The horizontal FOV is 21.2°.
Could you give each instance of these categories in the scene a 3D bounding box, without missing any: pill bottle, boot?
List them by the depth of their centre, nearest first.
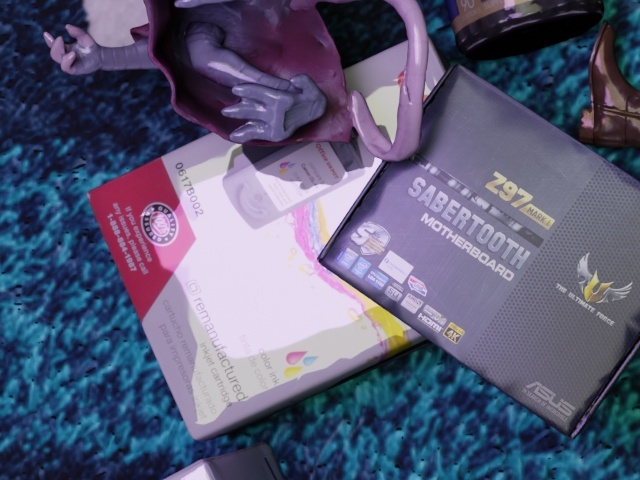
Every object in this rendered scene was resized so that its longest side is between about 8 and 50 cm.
[{"bbox_3d":[0.143,-0.265,1.374,0.123,0.123,0.219,-16,83,9],"label":"pill bottle"},{"bbox_3d":[0.273,-0.120,1.382,0.114,0.037,0.106,9,101,14],"label":"boot"}]

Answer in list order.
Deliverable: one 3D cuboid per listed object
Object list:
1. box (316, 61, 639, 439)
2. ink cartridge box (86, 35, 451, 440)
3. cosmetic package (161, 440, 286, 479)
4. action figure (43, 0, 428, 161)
[{"bbox_3d":[0.143,0.007,1.259,0.233,0.059,0.183,36,90,9],"label":"box"},{"bbox_3d":[0.000,0.000,1.378,0.306,0.131,0.226,-26,82,8],"label":"ink cartridge box"},{"bbox_3d":[-0.133,0.270,1.335,0.224,0.225,0.138,-27,82,8],"label":"cosmetic package"},{"bbox_3d":[-0.066,-0.231,1.316,0.276,0.370,0.248,6,112,-9],"label":"action figure"}]
